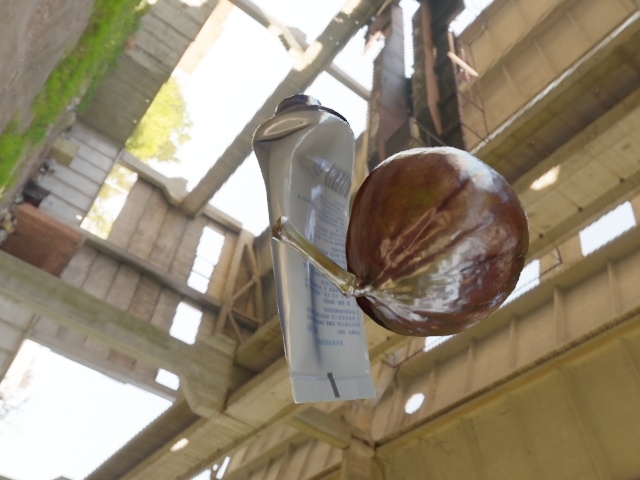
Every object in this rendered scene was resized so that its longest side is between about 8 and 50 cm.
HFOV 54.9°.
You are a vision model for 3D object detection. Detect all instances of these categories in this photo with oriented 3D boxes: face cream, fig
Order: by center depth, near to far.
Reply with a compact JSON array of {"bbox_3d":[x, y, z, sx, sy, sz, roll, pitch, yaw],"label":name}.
[{"bbox_3d":[0.094,0.023,0.615,0.249,0.186,0.203,-37,142,-45],"label":"fig"},{"bbox_3d":[0.000,0.000,0.827,0.137,0.235,0.420,-15,-108,22],"label":"face cream"}]
